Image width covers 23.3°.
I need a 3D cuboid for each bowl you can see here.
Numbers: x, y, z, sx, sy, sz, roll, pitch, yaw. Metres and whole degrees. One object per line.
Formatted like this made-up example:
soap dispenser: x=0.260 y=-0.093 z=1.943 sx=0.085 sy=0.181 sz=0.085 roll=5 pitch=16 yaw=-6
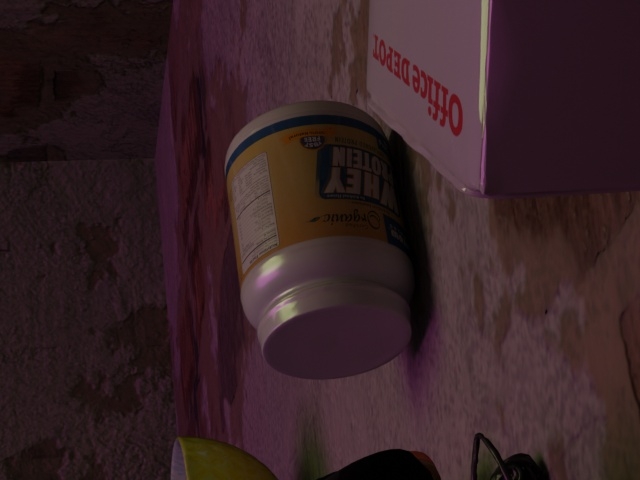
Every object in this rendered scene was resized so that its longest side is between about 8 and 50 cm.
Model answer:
bowl: x=-0.080 y=0.362 z=1.754 sx=0.289 sy=0.156 sz=0.289 roll=178 pitch=90 yaw=-79

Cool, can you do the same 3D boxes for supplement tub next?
supplement tub: x=0.000 y=0.000 z=1.293 sx=0.144 sy=0.144 sz=0.199 roll=104 pitch=160 yaw=-55

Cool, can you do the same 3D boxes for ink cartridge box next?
ink cartridge box: x=0.107 y=-0.195 z=0.729 sx=0.223 sy=0.129 sz=0.307 roll=-123 pitch=33 yaw=-69

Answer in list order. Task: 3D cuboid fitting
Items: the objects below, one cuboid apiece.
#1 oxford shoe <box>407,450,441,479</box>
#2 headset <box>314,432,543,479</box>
oxford shoe: x=0.067 y=0.313 z=1.146 sx=0.133 sy=0.130 sz=0.363 roll=46 pitch=147 yaw=47
headset: x=0.059 y=0.230 z=0.824 sx=0.185 sy=0.243 sz=0.394 roll=-56 pitch=-3 yaw=27
